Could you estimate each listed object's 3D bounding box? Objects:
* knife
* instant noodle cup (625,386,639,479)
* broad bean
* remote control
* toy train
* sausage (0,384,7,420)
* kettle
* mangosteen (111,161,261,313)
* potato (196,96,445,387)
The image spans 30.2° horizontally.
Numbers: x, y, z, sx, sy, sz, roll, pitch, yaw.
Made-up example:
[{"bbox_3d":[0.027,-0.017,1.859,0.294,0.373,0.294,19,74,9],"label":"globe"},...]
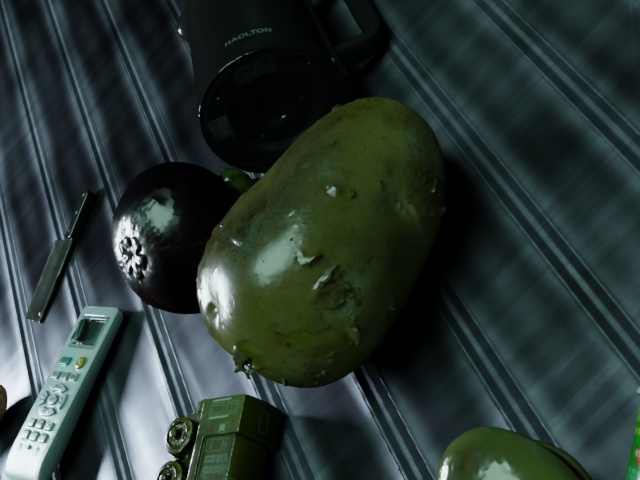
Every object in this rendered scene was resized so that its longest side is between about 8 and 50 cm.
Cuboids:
[{"bbox_3d":[-0.453,0.024,2.042,0.072,0.019,0.245,6,72,52],"label":"knife"},{"bbox_3d":[0.305,0.253,0.900,0.207,0.207,0.233,15,85,52],"label":"instant noodle cup"},{"bbox_3d":[0.185,0.300,1.065,0.189,0.121,0.263,-14,69,38],"label":"broad bean"},{"bbox_3d":[-0.383,0.235,1.789,0.103,0.051,0.293,0,61,48],"label":"remote control"},{"bbox_3d":[-0.130,0.296,1.428,0.137,0.090,0.225,-14,55,39],"label":"toy train"},{"bbox_3d":[-0.616,0.337,1.950,0.289,0.086,0.086,-45,39,15],"label":"sausage"},{"bbox_3d":[-0.068,-0.284,1.678,0.262,0.203,0.308,-43,36,22],"label":"kettle"},{"bbox_3d":[-0.175,-0.007,1.614,0.216,0.216,0.216,-28,46,34],"label":"mangosteen"},{"bbox_3d":[0.011,0.000,1.368,0.359,0.219,0.270,-54,30,2],"label":"potato"}]
